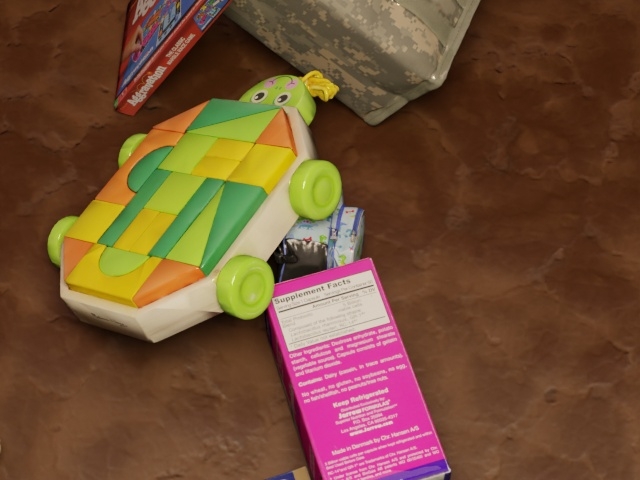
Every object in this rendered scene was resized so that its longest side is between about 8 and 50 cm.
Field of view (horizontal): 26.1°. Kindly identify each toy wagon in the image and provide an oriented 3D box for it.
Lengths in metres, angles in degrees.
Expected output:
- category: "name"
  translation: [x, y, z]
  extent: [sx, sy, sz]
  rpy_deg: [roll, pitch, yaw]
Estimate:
- category: "toy wagon"
  translation: [-0.106, -0.054, 1.331]
  extent: [0.267, 0.068, 0.344]
  rpy_deg: [12, 57, 41]

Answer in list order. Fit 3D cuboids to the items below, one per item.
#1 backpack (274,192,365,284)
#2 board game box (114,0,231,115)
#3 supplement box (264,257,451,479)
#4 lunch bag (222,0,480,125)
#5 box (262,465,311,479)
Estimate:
- category: "backpack"
  translation: [0.000, 0.000, 1.349]
  extent: [0.084, 0.105, 0.114]
  rpy_deg: [7, 52, 0]
- category: "board game box"
  translation: [-0.137, -0.255, 1.406]
  extent: [0.027, 0.281, 0.145]
  rpy_deg: [19, 57, -25]
- category: "supplement box"
  translation: [0.030, 0.144, 1.262]
  extent: [0.113, 0.111, 0.220]
  rpy_deg: [-15, 61, -7]
- category: "lunch bag"
  translation: [0.057, -0.308, 1.443]
  extent: [0.235, 0.169, 0.287]
  rpy_deg: [35, 62, -16]
- category: "box"
  translation: [-0.098, 0.298, 1.221]
  extent: [0.225, 0.036, 0.136]
  rpy_deg: [-17, 62, -7]
